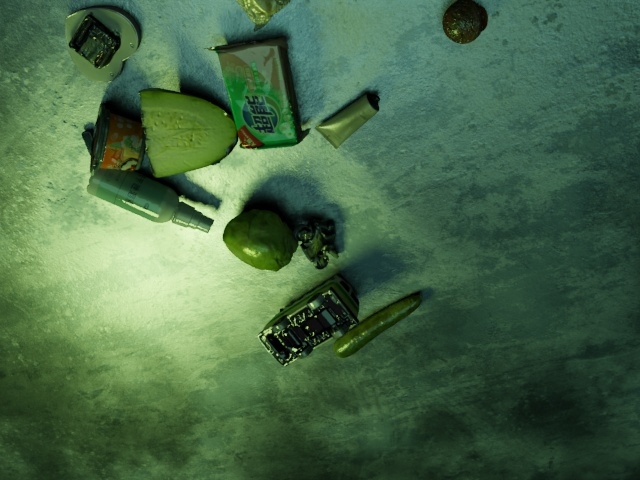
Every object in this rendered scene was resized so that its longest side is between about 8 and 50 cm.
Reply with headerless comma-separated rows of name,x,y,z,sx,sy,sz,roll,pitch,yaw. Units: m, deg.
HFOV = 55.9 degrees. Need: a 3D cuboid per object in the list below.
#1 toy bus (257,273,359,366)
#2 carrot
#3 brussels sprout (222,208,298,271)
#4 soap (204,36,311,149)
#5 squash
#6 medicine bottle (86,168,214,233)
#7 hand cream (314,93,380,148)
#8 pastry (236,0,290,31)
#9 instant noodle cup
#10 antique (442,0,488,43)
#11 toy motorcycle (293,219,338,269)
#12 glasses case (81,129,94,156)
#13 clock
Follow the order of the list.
toy bus,-0.030,0.244,1.876,0.305,0.179,0.143,-35,101,23
carrot,0.184,0.273,1.947,0.359,0.074,0.074,-37,114,24
brussels sprout,-0.177,0.004,1.732,0.223,0.161,0.223,11,147,8
soap,-0.152,-0.370,1.520,0.218,0.098,0.273,-2,122,13
squash,-0.333,-0.285,1.558,0.155,0.204,0.236,18,127,21
medicine bottle,-0.472,-0.111,1.709,0.352,0.110,0.110,25,122,-12
hand cream,0.080,-0.317,1.570,0.186,0.054,0.087,-33,121,30
pastry,-0.176,-0.614,1.367,0.122,0.089,0.258,-33,119,9
instant noodle cup,-0.530,-0.256,1.591,0.126,0.208,0.178,10,169,-26
antique,0.329,-0.504,1.391,0.104,0.104,0.104,2,124,3
toy motorcycle,0.000,0.000,1.767,0.124,0.061,0.193,-40,132,-8
glasses case,-0.631,-0.267,1.668,0.034,0.023,0.083,-3,122,16
clock,-0.551,-0.492,1.487,0.172,0.064,0.198,37,118,-20
